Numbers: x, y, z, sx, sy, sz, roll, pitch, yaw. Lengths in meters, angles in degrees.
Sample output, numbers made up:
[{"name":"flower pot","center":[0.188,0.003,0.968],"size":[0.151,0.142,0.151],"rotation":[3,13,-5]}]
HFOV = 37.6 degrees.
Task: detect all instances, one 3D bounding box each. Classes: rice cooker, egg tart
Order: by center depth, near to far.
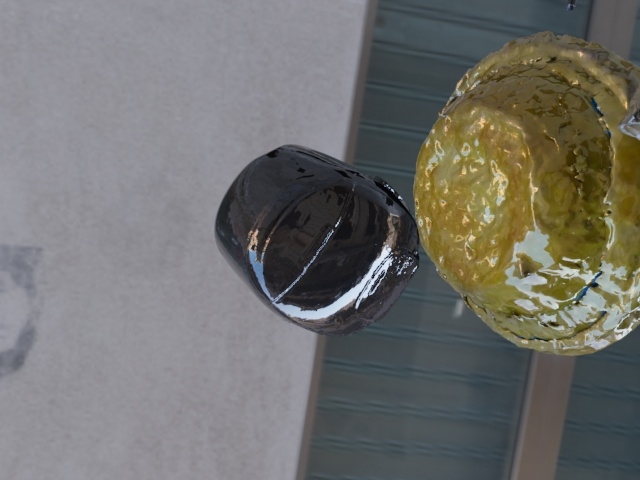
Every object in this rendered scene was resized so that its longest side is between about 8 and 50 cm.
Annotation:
[{"name":"rice cooker","center":[0.001,0.001,0.781],"size":[0.118,0.142,0.203],"rotation":[37,-178,36]},{"name":"egg tart","center":[0.233,-0.053,1.087],"size":[0.169,0.388,0.388],"rotation":[-5,-168,-36]}]

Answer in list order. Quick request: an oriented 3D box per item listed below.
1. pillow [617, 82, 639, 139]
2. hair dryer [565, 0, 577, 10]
[{"name":"pillow","center":[0.381,-0.099,0.848],"size":[0.208,0.119,0.053],"rotation":[28,145,10]},{"name":"hair dryer","center":[0.338,-0.345,1.256],"size":[0.047,0.083,0.026],"rotation":[19,167,-23]}]
